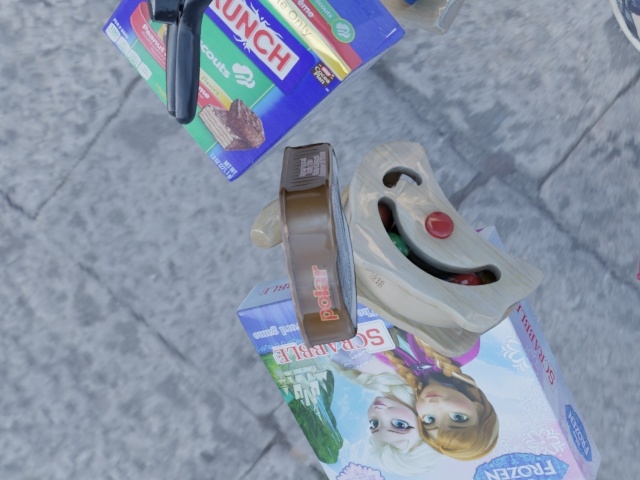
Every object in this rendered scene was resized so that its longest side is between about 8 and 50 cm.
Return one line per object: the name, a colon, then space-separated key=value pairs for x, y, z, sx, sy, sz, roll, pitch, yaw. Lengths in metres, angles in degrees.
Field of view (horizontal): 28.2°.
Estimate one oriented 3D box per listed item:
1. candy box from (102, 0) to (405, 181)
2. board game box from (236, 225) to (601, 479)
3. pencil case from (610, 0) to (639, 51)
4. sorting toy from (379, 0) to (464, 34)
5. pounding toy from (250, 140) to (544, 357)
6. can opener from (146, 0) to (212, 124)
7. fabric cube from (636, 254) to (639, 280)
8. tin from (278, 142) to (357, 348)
candy box: x=-0.092 y=-0.256 z=1.556 sx=0.268 sy=0.122 sz=0.317 roll=50 pitch=142 yaw=-3
board game box: x=0.110 y=0.163 z=1.440 sx=0.319 sy=0.066 sz=0.318 roll=-15 pitch=114 yaw=32
pencil case: x=0.439 y=-0.293 z=1.096 sx=0.410 sy=0.160 sz=0.183 roll=-34 pitch=87 yaw=-10
sorting toy: x=0.129 y=-0.434 z=1.749 sx=0.089 sy=0.257 sz=0.255 roll=27 pitch=92 yaw=-36
pounding toy: x=0.074 y=0.011 z=1.281 sx=0.269 sy=0.154 sz=0.155 roll=31 pitch=147 yaw=-1
can opener: x=-0.142 y=-0.209 z=1.292 sx=0.073 sy=0.059 sz=0.186 roll=-6 pitch=123 yaw=-15
fabric cube: x=0.517 y=-0.054 z=1.451 sx=0.254 sy=0.259 sz=0.258 roll=6 pitch=96 yaw=3
tin: x=0.000 y=0.000 z=0.838 sx=0.040 sy=0.189 sz=0.106 roll=-6 pitch=110 yaw=3
